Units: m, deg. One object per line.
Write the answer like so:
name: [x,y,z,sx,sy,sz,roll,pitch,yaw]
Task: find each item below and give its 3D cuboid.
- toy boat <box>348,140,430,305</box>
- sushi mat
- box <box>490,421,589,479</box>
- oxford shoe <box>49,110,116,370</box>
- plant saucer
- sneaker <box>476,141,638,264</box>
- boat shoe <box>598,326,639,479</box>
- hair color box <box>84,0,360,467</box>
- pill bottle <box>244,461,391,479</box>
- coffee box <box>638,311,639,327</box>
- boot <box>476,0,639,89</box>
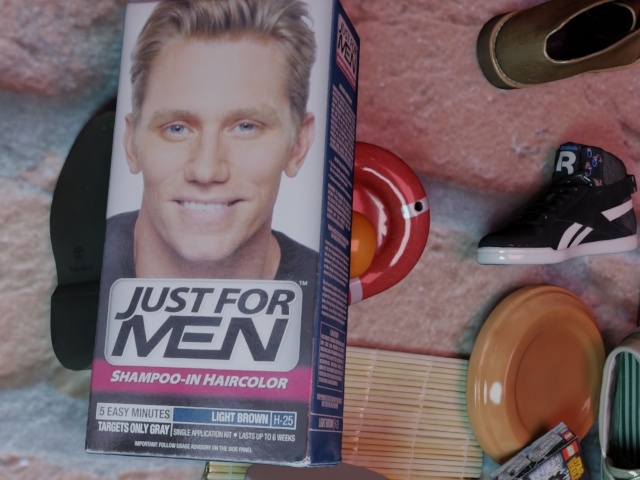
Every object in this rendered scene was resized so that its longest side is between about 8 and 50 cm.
toy boat: [0.000,0.000,0.905,0.231,0.151,0.151,-21,104,-25]
sushi mat: [0.041,0.179,1.016,0.317,0.019,0.151,10,88,-28]
box: [0.234,0.260,1.083,0.094,0.027,0.137,-34,131,-10]
oxford shoe: [-0.176,0.000,0.870,0.076,0.076,0.212,9,86,-59]
plant saucer: [0.236,0.146,1.094,0.200,0.037,0.200,-5,99,-35]
sneaker: [0.240,-0.040,1.081,0.217,0.079,0.121,-7,93,-36]
boat shoe: [0.338,0.243,1.120,0.094,0.109,0.302,-8,96,-44]
hair color box: [-0.069,-0.007,0.801,0.174,0.105,0.347,0,78,14]
pill bottle: [-0.015,0.345,0.909,0.160,0.160,0.283,6,94,-29]
coffee box: [0.491,0.109,1.207,0.247,0.098,0.141,2,93,-28]
boot: [0.315,-0.228,1.082,0.305,0.115,0.112,-25,103,-26]
